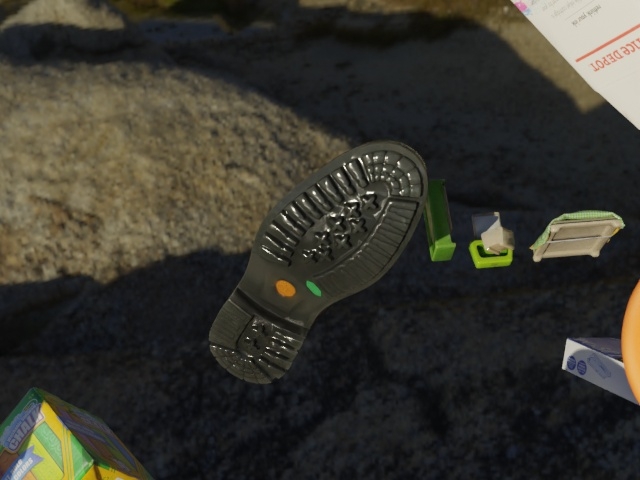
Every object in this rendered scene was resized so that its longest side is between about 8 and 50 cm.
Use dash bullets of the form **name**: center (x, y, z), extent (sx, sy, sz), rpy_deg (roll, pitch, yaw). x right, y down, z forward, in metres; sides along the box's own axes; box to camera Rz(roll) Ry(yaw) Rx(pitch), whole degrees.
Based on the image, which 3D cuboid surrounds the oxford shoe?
- **oxford shoe**: center (0.000, 0.000, 0.688), extent (0.083, 0.227, 0.096), rpy_deg (39, 40, -5)

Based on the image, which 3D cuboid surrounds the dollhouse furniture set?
- **dollhouse furniture set**: center (0.162, -0.019, 0.813), extent (0.151, 0.076, 0.059), rpy_deg (-5, 69, -1)

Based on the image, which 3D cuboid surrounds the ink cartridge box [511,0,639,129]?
- **ink cartridge box**: center (0.144, -0.147, 0.502), extent (0.067, 0.198, 0.115), rpy_deg (-45, 4, -7)

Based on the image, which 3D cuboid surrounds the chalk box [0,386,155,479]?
- **chalk box**: center (-0.318, 0.274, 1.199), extent (0.213, 0.132, 0.132), rpy_deg (33, 84, 42)

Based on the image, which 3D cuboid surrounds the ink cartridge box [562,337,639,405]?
- **ink cartridge box**: center (0.404, 0.169, 1.236), extent (0.097, 0.046, 0.207), rpy_deg (2, 9, -24)

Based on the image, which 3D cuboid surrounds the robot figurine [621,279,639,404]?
- **robot figurine**: center (0.236, 0.060, 0.554), extent (0.158, 0.219, 0.128), rpy_deg (44, 97, 22)
